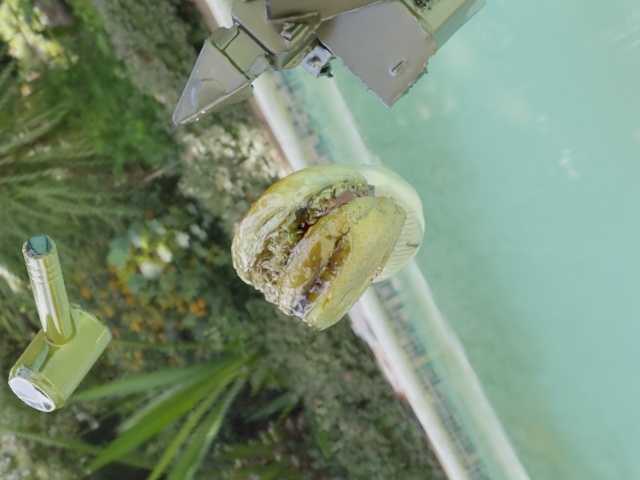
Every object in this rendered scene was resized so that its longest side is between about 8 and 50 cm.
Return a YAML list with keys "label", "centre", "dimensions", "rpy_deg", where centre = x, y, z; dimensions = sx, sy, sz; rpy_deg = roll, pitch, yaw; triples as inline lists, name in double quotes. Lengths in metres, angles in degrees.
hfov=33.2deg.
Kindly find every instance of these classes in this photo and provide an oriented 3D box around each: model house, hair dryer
- label: "model house"
  centre: [-0.010, -0.162, 0.830]
  dimensions: [0.176, 0.248, 0.181]
  rpy_deg: [45, 177, 3]
- label: "hair dryer"
  centre: [-0.358, 0.102, 1.413]
  dimensions: [0.090, 0.135, 0.279]
  rpy_deg: [22, 143, 14]

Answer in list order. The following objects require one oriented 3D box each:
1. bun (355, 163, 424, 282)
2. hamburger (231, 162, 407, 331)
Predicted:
- label: "bun"
  centre: [0.072, -0.035, 1.856]
  dimensions: [0.116, 0.209, 0.237]
  rpy_deg: [-109, 19, -51]
- label: "hamburger"
  centre: [0.000, 0.000, 1.545]
  dimensions: [0.163, 0.244, 0.244]
  rpy_deg: [36, 168, 21]
